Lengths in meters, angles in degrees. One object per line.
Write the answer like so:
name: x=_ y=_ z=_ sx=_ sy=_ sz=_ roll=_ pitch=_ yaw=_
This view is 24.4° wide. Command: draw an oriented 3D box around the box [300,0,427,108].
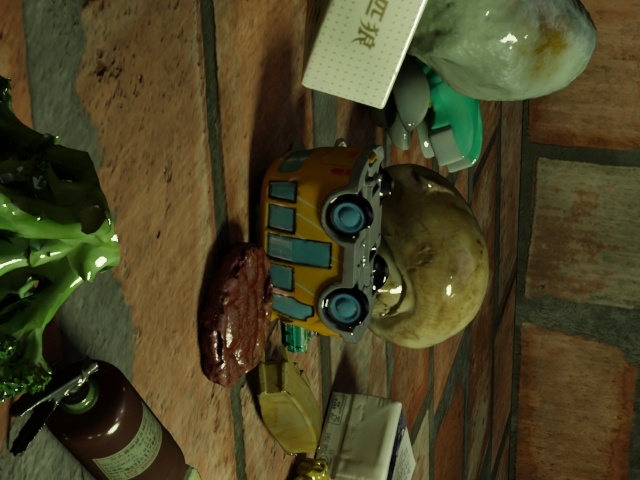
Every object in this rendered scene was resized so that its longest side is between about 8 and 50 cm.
box: x=0.057 y=-0.313 z=1.492 sx=0.330 sy=0.095 sz=0.210 roll=-89 pitch=-163 yaw=-53

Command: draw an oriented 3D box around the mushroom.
mushroom: x=0.113 y=0.016 z=1.923 sx=0.255 sy=0.184 sz=0.255 roll=172 pitch=-90 yaw=-77

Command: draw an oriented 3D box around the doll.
doll: x=0.141 y=-0.211 z=2.062 sx=0.195 sy=0.153 sz=0.258 roll=49 pitch=29 yaw=-46

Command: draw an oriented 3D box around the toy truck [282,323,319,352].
toy truck: x=-0.026 y=0.089 z=1.722 sx=0.044 sy=0.039 sz=0.083 roll=-45 pitch=143 yaw=-45

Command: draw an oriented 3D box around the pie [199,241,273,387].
pie: x=-0.085 y=0.074 z=1.500 sx=0.153 sy=0.038 sz=0.153 roll=7 pitch=90 yaw=-72

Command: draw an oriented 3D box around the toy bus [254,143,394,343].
toy bus: x=0.000 y=0.000 z=1.585 sx=0.126 sy=0.136 sz=0.209 roll=-55 pitch=149 yaw=-64

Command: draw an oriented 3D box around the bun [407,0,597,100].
bun: x=0.188 y=-0.321 z=1.882 sx=0.211 sy=0.362 sz=0.362 roll=-45 pitch=173 yaw=16

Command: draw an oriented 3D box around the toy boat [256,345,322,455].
toy boat: x=-0.035 y=0.179 z=1.687 sx=0.206 sy=0.064 sz=0.072 roll=74 pitch=13 yaw=-56

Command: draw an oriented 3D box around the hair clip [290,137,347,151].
hair clip: x=0.004 y=-0.014 z=1.727 sx=0.159 sy=0.071 sz=0.218 roll=-68 pitch=153 yaw=-42

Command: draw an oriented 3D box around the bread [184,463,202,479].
bread: x=-0.136 y=0.296 z=1.408 sx=0.193 sy=0.036 sz=0.112 roll=77 pitch=29 yaw=-59

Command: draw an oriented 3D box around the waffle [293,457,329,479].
waffle: x=-0.014 y=0.377 z=1.863 sx=0.149 sy=0.051 sz=0.194 roll=-61 pitch=153 yaw=-51

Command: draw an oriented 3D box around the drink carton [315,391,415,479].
drink carton: x=0.064 y=0.318 z=2.036 sx=0.222 sy=0.102 sz=0.134 roll=73 pitch=26 yaw=-56

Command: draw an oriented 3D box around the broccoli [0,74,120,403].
broccoli: x=-0.198 y=0.001 z=0.845 sx=0.195 sy=0.156 sz=0.195 roll=162 pitch=-90 yaw=-82

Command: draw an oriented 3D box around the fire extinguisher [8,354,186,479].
fire extinguisher: x=-0.176 y=0.154 z=1.150 sx=0.099 sy=0.071 sz=0.231 roll=-49 pitch=154 yaw=-13
